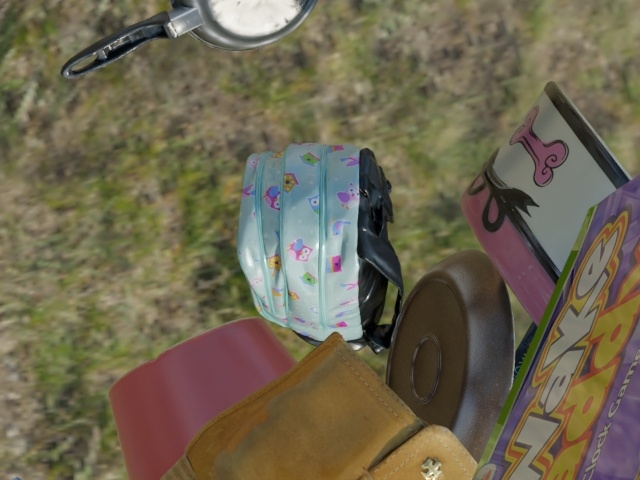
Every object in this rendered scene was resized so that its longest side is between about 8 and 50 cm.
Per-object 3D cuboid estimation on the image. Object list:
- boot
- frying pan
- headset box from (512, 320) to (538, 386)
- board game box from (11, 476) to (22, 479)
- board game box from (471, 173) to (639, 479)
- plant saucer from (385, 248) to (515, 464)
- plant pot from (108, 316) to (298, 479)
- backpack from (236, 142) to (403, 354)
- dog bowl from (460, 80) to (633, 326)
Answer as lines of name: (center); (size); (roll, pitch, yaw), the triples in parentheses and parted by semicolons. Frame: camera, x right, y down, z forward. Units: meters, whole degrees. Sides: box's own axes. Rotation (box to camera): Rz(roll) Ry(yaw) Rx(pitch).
boot: (0.028, 0.220, 1.003); (0.211, 0.104, 0.295); (-37, 98, -8)
frying pan: (-0.136, -0.288, 1.904); (0.326, 0.053, 0.197); (-13, 126, -19)
headset box: (0.409, 0.218, 2.351); (0.246, 0.283, 0.131); (-57, 160, -16)
board game box: (-0.243, 0.405, 1.420); (0.302, 0.086, 0.308); (37, 47, 6)
board game box: (0.065, 0.128, 0.339); (0.078, 0.233, 0.347); (27, 72, -5)
plant saucer: (0.148, 0.161, 2.077); (0.050, 0.310, 0.311); (10, 75, -20)
plant pot: (-0.097, 0.233, 1.855); (0.275, 0.275, 0.243); (-17, 76, -40)
backpack: (0.000, 0.000, 1.245); (0.115, 0.182, 0.152); (-6, 72, 3)
dog bowl: (0.296, 0.046, 1.657); (0.150, 0.408, 0.408); (-39, 113, 9)
